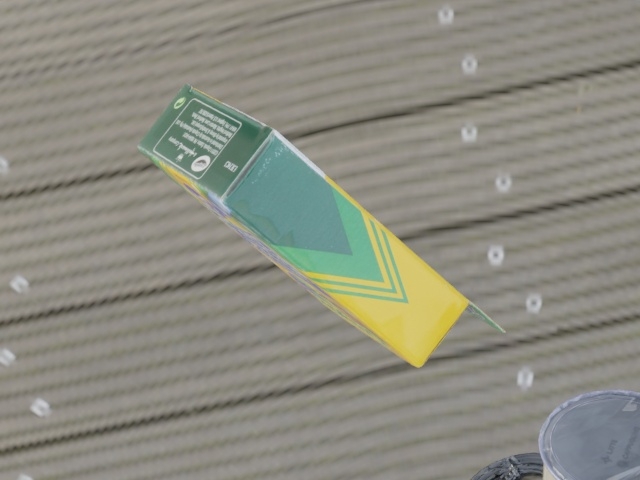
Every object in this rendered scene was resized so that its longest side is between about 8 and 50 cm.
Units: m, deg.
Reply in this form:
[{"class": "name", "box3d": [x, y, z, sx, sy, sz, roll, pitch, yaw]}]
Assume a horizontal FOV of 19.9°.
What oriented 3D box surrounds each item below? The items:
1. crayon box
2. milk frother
[{"class": "crayon box", "box3d": [0.000, 0.000, 1.684, 0.323, 0.203, 0.083, 39, 86, -31]}, {"class": "milk frother", "box3d": [0.134, 0.137, 0.979, 0.143, 0.134, 0.129, 12, 39, 19]}]
